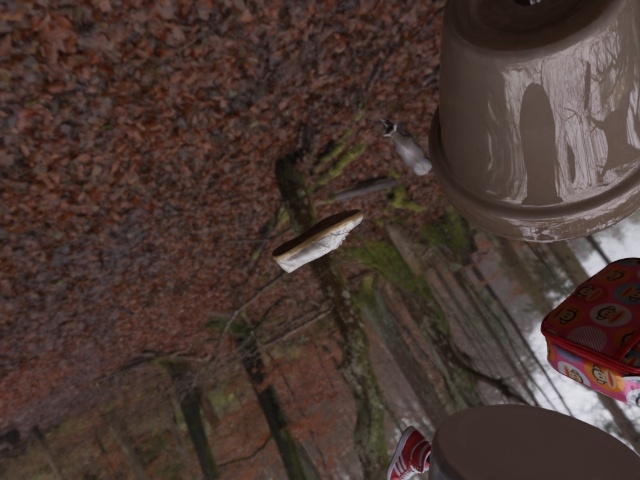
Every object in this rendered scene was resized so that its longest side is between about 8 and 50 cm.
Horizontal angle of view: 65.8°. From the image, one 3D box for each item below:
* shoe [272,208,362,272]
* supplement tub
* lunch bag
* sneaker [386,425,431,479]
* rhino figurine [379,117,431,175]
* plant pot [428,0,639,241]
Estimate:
[{"bbox_3d":[0.000,0.000,1.085,0.218,0.058,0.077,-28,-161,7],"label":"shoe"},{"bbox_3d":[0.191,0.338,0.465,0.193,0.316,0.193,2,-171,0],"label":"supplement tub"},{"bbox_3d":[0.578,0.159,0.880,0.293,0.120,0.258,-32,-154,-19],"label":"lunch bag"},{"bbox_3d":[0.151,0.370,0.803,0.042,0.067,0.119,1,109,-39],"label":"sneaker"},{"bbox_3d":[0.269,-0.302,1.569,0.073,0.243,0.106,-37,-160,25],"label":"rhino figurine"},{"bbox_3d":[0.225,-0.161,0.501,0.263,0.263,0.229,-35,145,6],"label":"plant pot"}]
